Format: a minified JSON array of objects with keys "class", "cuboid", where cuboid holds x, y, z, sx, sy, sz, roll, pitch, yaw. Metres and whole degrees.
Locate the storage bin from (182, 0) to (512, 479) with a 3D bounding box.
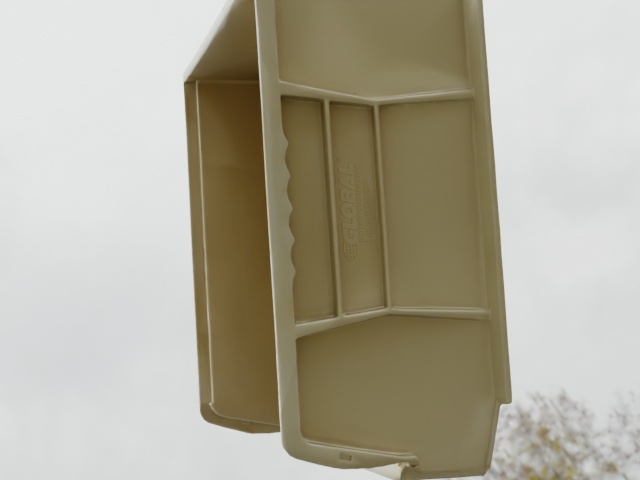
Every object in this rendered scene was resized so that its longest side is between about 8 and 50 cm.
[{"class":"storage bin","cuboid":[0.000,0.000,0.698,0.123,0.261,0.262,-2,-5,-15]}]
